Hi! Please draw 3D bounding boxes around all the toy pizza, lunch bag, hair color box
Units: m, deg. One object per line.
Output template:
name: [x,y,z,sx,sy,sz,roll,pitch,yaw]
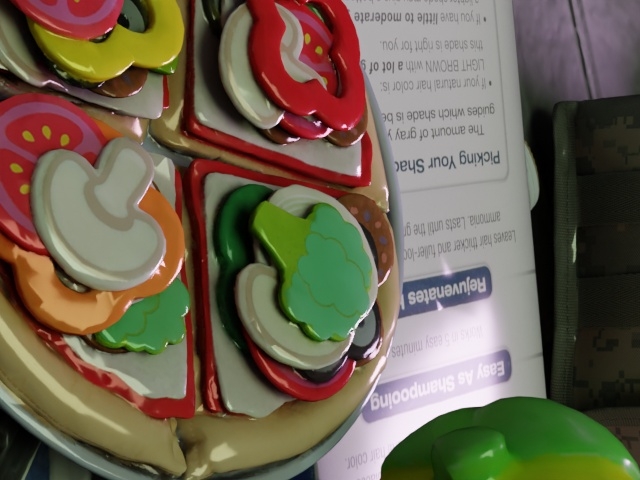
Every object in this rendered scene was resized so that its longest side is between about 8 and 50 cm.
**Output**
toy pizza: [-0.039,-0.028,0.509,0.201,0.032,0.201,22,58,-41]
lunch bag: [0.246,0.068,0.929,0.169,0.235,0.287,15,75,-57]
hair color box: [0.000,0.000,0.715,0.174,0.105,0.347,-9,94,-53]

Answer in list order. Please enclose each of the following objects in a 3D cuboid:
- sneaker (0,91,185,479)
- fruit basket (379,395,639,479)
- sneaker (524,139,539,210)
sneaker: [-0.110,0.030,0.545,0.129,0.147,0.330,35,52,-33]
fruit basket: [0.073,0.246,0.589,0.392,0.283,0.392,8,67,-18]
sneaker: [0.059,-0.043,0.850,0.118,0.042,0.067,55,43,-25]
